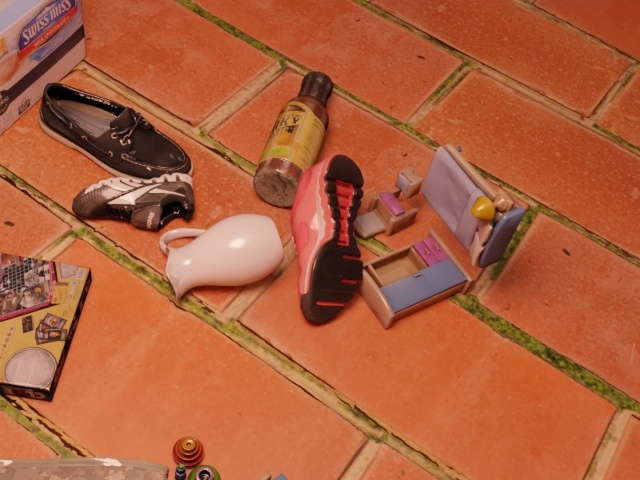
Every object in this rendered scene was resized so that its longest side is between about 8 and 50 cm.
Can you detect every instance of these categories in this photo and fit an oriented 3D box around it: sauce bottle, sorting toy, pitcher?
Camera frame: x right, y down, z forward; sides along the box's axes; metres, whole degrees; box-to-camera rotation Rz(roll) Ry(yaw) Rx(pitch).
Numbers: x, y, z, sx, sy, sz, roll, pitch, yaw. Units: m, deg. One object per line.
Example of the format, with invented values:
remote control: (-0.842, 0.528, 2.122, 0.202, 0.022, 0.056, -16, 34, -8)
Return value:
sauce bottle: (-0.046, -0.222, 1.680, 0.111, 0.111, 0.344, 16, 49, 1)
sorting toy: (-0.195, 0.344, 1.238, 0.061, 0.042, 0.102, -25, 61, -28)
pitcher: (-0.185, 0.012, 1.466, 0.207, 0.125, 0.177, -18, 42, -11)

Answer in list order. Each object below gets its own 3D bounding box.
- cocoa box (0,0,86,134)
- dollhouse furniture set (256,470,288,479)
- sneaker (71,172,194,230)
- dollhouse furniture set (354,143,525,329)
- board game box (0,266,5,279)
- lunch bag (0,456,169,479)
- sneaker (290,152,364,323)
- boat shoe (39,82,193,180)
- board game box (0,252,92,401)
cocoa box: (-0.669, -0.411, 1.620, 0.231, 0.228, 0.347, 25, 51, 8)
dollhouse furniture set: (-0.058, 0.424, 1.147, 0.129, 0.129, 0.184, -33, 66, -31)
sneaker: (-0.341, -0.065, 1.510, 0.234, 0.078, 0.106, -9, 52, -21)
dollhouse furniture set: (0.168, -0.043, 1.454, 0.198, 0.303, 0.286, -21, 59, -26)
board game box: (-0.620, 0.097, 1.307, 0.194, 0.060, 0.194, 13, 54, 28)
lunch bag: (-0.341, 0.420, 1.068, 0.287, 0.169, 0.235, 1, 52, -5)
sneaker: (0.001, 0.000, 1.499, 0.116, 0.136, 0.313, 16, 76, -36)
boat shoe: (-0.407, -0.221, 1.598, 0.340, 0.113, 0.127, 28, 52, 11)
board game box: (-0.494, 0.138, 1.340, 0.165, 0.042, 0.243, 10, 51, -4)
